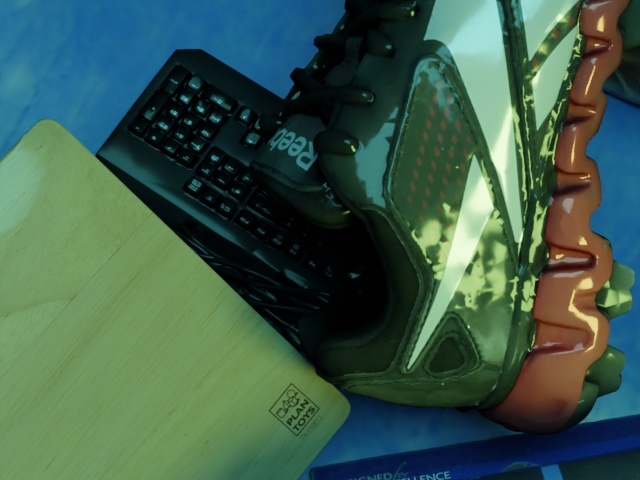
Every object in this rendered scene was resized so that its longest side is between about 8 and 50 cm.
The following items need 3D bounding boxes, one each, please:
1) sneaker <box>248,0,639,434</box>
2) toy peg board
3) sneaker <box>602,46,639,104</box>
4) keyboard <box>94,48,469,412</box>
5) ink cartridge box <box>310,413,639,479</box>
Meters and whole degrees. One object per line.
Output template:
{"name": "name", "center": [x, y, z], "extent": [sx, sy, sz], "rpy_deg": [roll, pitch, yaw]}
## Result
{"name": "sneaker", "center": [0.043, -0.063, 0.649], "extent": [0.135, 0.097, 0.276], "rpy_deg": [-1, 99, -17]}
{"name": "toy peg board", "center": [-0.105, 0.070, 0.671], "extent": [0.160, 0.079, 0.161], "rpy_deg": [44, 70, -9]}
{"name": "sneaker", "center": [0.062, -0.179, 0.763], "extent": [0.302, 0.108, 0.121], "rpy_deg": [32, 68, -6]}
{"name": "keyboard", "center": [0.000, 0.000, 0.722], "extent": [0.192, 0.038, 0.100], "rpy_deg": [31, 69, 4]}
{"name": "ink cartridge box", "center": [0.092, 0.161, 0.569], "extent": [0.165, 0.065, 0.332], "rpy_deg": [-11, 39, -3]}
